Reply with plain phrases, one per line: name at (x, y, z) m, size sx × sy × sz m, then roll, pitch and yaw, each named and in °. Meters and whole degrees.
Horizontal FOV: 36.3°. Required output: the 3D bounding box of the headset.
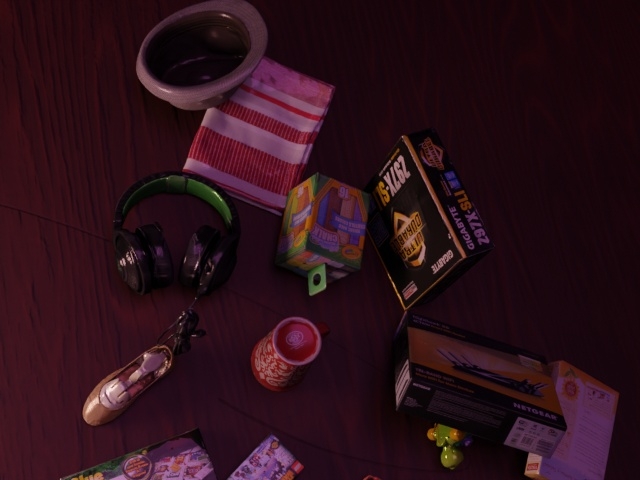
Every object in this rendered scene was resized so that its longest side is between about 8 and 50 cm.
headset at (-0.265, 0.025, 1.827) m, size 0.243 × 0.185 × 0.394 m, roll 2°, pitch 58°, yaw -13°

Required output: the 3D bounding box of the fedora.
fedora at (-0.232, -0.361, 1.998) m, size 0.275 × 0.124 × 0.244 m, roll -28°, pitch 62°, yaw -8°

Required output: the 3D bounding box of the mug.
mug at (-0.054, 0.193, 1.824) m, size 0.113 × 0.169 × 0.150 m, roll 29°, pitch 66°, yaw -1°

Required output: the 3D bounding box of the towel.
towel at (-0.125, -0.235, 2.043) m, size 0.237 × 0.037 × 0.329 m, roll 22°, pitch 66°, yaw -4°

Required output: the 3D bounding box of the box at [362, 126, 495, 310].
box at (0.190, -0.034, 1.888) m, size 0.079 × 0.322 × 0.257 m, roll -18°, pitch 75°, yaw -21°

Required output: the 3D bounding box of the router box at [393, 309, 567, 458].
router box at (0.294, 0.269, 1.858) m, size 0.308 × 0.081 × 0.243 m, roll 18°, pitch 25°, yaw -7°

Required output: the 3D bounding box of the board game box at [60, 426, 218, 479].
board game box at (-0.317, 0.442, 1.741) m, size 0.259 × 0.030 × 0.136 m, roll -17°, pitch 77°, yaw -19°

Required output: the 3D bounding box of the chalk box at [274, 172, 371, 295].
chalk box at (0.000, 0.000, 1.916) m, size 0.132 × 0.132 × 0.213 m, roll 22°, pitch 64°, yaw -25°

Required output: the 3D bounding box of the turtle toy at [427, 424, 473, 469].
turtle toy at (0.260, 0.375, 1.885) m, size 0.066 × 0.095 × 0.130 m, roll 34°, pitch 65°, yaw -22°

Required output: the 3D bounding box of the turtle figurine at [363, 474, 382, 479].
turtle figurine at (0.130, 0.578, 1.768) m, size 0.217 × 0.087 × 0.269 m, roll -40°, pitch 83°, yaw -24°

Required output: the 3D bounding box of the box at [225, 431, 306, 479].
box at (-0.105, 0.435, 1.797) m, size 0.094 × 0.027 × 0.137 m, roll 43°, pitch 66°, yaw 4°

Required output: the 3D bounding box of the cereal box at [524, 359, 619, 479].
cereal box at (0.500, 0.381, 1.932) m, size 0.173 × 0.047 × 0.240 m, roll 31°, pitch 64°, yaw -23°

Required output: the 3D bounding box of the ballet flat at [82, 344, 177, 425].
ballet flat at (-0.348, 0.256, 1.782) m, size 0.073 × 0.067 × 0.206 m, roll 46°, pitch 66°, yaw 5°
